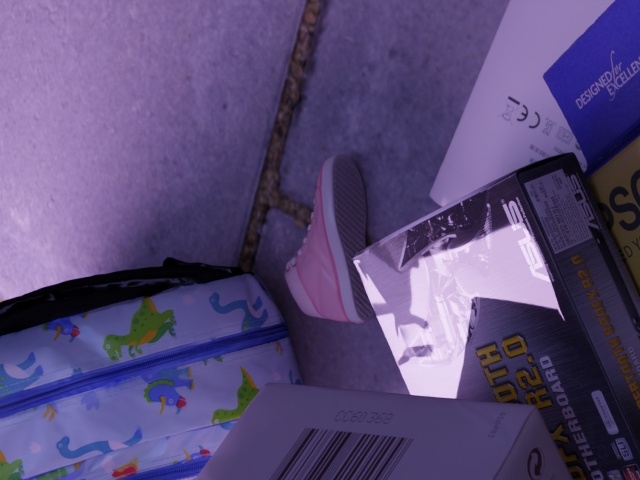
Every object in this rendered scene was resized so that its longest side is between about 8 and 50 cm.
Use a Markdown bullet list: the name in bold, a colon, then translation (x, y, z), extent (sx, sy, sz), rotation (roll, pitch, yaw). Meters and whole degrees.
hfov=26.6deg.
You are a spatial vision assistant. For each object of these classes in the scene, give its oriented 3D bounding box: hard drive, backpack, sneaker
- **hard drive**: translation (0.208, -0.114, 0.888), extent (0.203, 0.040, 0.307), rotation (36, 118, 31)
- **backpack**: translation (-0.187, 0.136, 1.105), extent (0.355, 0.290, 0.273), rotation (-31, 78, 9)
- **sneaker**: translation (0.000, 0.000, 1.072), extent (0.070, 0.051, 0.134), rotation (-2, 99, 35)

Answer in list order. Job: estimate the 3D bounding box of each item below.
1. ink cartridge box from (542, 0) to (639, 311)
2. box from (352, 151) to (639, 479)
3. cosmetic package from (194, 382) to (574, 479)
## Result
- **ink cartridge box**: translation (0.245, -0.025, 0.730), extent (0.307, 0.072, 0.303), rotation (60, 152, 11)
- **box**: translation (0.131, 0.082, 0.854), extent (0.183, 0.056, 0.231), rotation (-28, 84, 54)
- **cosmetic package**: translation (0.087, 0.278, 0.855), extent (0.217, 0.156, 0.385), rotation (-2, 128, 42)
